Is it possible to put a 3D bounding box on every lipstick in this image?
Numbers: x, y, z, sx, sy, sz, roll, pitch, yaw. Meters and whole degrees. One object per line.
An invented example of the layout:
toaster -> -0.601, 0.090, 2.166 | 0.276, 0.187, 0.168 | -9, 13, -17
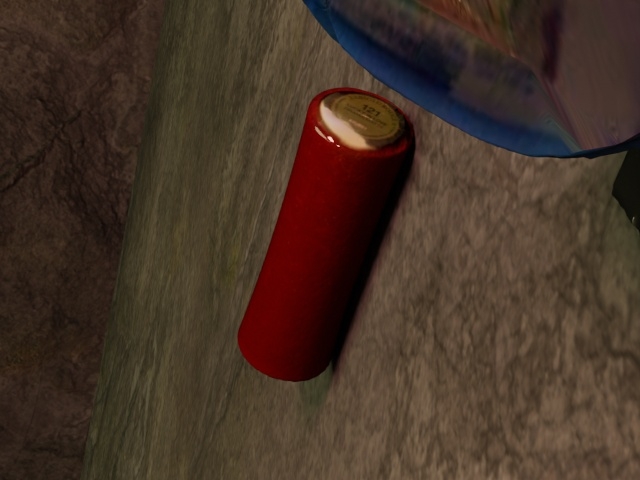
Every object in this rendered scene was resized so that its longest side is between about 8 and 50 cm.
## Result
lipstick -> 0.000, 0.000, 1.141 | 0.080, 0.080, 0.241 | -97, 19, -47

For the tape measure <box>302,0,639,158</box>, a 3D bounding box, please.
tape measure -> 0.090, -0.163, 0.530 | 0.259, 0.138, 0.262 | 36, 143, 32

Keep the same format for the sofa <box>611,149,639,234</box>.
sofa -> 0.153, -0.013, 0.588 | 0.118, 0.039, 0.060 | -107, 26, -59
